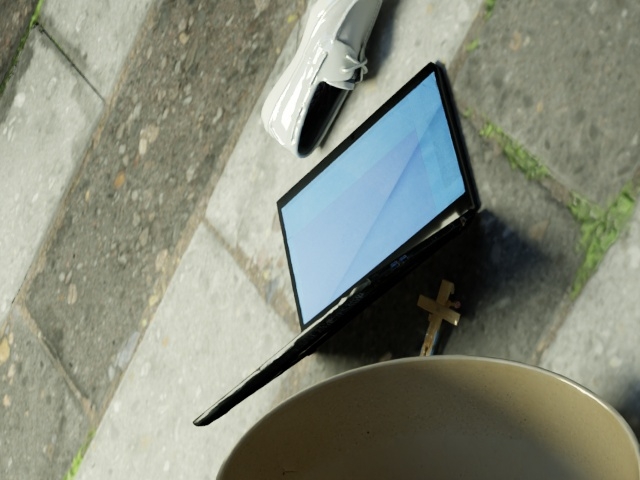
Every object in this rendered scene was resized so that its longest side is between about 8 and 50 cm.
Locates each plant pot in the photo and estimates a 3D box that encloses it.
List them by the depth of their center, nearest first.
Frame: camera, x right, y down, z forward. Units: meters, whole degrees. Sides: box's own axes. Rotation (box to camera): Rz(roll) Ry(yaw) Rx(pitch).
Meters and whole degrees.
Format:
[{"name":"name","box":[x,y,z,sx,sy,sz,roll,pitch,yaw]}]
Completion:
[{"name":"plant pot","box":[0.079,0.235,1.264,0.284,0.284,0.191,39,144,52]}]

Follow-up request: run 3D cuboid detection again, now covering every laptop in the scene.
[{"name":"laptop","box":[0.000,0.000,1.530,0.137,0.264,0.234,52,128,5]}]

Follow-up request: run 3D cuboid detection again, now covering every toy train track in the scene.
[{"name":"toy train track","box":[0.093,0.072,1.486,0.048,0.014,0.083,28,106,47]}]

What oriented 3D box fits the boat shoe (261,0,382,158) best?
[{"name":"boat shoe","box":[0.011,-0.153,1.641,0.184,0.066,0.063,-55,54,22]}]
